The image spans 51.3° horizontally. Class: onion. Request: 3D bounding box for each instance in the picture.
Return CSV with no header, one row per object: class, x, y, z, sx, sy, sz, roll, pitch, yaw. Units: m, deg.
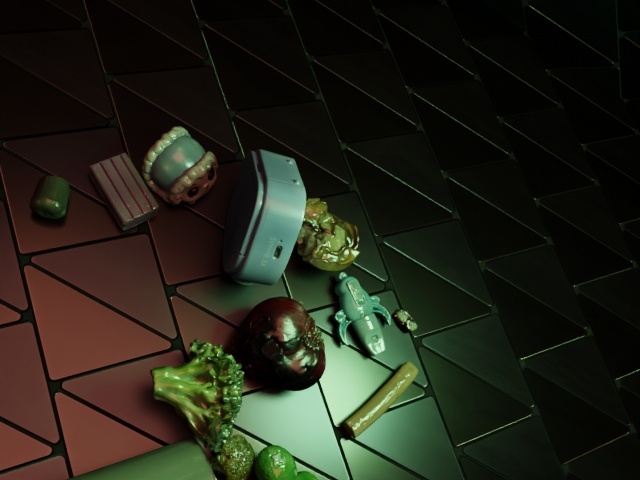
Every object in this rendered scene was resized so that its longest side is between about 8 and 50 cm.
onion,-0.103,0.295,1.859,0.281,0.221,0.281,0,93,-4

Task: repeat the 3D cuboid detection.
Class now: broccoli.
broccoli,-0.323,0.395,1.709,0.246,0.288,0.247,10,95,-17
broccoli,-0.230,0.577,1.752,0.130,0.120,0.131,-84,151,-55

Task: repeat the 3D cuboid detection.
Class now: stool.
stool,-0.742,-0.119,1.835,0.096,0.096,0.110,12,62,-17

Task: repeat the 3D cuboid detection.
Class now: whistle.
whistle,0.122,0.223,2.045,0.186,0.093,0.274,-21,81,-27

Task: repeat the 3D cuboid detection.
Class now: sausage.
sausage,0.186,0.471,1.986,0.301,0.066,0.066,-37,86,-27

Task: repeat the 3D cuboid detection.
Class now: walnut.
walnut,0.008,-0.005,2.062,0.204,0.141,0.238,-7,71,-37

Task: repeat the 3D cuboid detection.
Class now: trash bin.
trash bin,-0.463,0.650,1.540,0.432,0.280,0.280,-15,76,-29

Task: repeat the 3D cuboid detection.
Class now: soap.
soap,-0.569,-0.143,1.926,0.122,0.065,0.203,-28,82,-28

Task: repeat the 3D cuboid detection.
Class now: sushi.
sushi,0.267,0.258,2.121,0.046,0.044,0.083,-41,86,-8

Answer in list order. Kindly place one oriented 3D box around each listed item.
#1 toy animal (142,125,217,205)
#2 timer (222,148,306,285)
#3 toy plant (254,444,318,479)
toy animal,-0.407,-0.222,1.974,0.204,0.156,0.208,42,64,2
timer,-0.159,-0.041,1.897,0.173,0.395,0.395,12,66,-19
toy plant,-0.092,0.669,1.733,0.218,0.175,0.235,42,39,-35
